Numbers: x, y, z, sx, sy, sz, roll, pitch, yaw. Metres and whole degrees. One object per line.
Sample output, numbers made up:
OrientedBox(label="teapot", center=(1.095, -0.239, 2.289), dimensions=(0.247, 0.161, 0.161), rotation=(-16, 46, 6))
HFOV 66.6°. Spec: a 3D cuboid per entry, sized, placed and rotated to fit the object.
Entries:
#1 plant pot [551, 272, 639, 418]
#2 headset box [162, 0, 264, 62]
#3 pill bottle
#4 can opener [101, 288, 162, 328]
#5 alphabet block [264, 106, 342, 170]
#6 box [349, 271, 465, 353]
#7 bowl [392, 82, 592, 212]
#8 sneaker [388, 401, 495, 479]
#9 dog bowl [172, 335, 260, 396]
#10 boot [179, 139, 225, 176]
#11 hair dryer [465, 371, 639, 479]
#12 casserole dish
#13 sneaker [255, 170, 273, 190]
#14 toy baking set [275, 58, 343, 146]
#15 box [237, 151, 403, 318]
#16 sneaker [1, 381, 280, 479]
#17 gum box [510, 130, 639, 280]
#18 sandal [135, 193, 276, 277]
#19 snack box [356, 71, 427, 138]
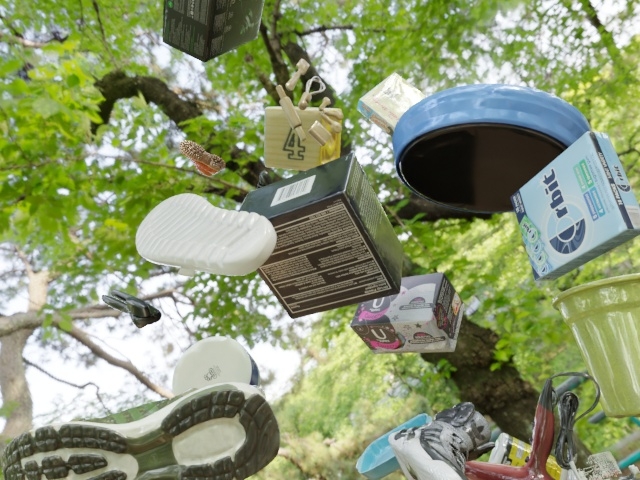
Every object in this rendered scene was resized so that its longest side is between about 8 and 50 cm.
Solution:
OrientedBox(label="plant pot", center=(0.652, 0.227, 1.002), dimensions=(0.277, 0.253, 0.276), rotation=(-3, -22, -1))
OrientedBox(label="headset box", center=(-0.247, -0.618, 1.217), dimensions=(0.283, 0.131, 0.246), rotation=(-53, -12, -46))
OrientedBox(label="pill bottle", center=(0.535, 0.582, 1.215), dimensions=(0.119, 0.209, 0.119), rotation=(-52, -25, -38))
OrientedBox(label="can opener", center=(-0.425, 0.145, 1.097), dimensions=(0.059, 0.186, 0.073), rotation=(-21, -63, -46))
OrientedBox(label="alphabet block", center=(-0.055, -0.333, 1.582), dimensions=(0.192, 0.197, 0.193), rotation=(-39, -47, -63))
OrientedBox(label="box", center=(0.230, 0.200, 1.303), dimensions=(0.247, 0.142, 0.163), rotation=(-13, 37, 40))
OrientedBox(label="bowl", center=(0.340, -0.167, 1.012), dimensions=(0.391, 0.392, 0.077), rotation=(82, -160, -68))
OrientedBox(label="sneaker", center=(0.205, 0.322, 0.752), dimensions=(0.153, 0.101, 0.268), rotation=(-25, -7, -9))
OrientedBox(label="dog bowl", center=(-0.334, 0.447, 1.568), dimensions=(0.265, 0.265, 0.104), rotation=(-34, -33, -13))
OrientedBox(label="boot", center=(-0.396, -0.259, 1.573), dimensions=(0.158, 0.059, 0.085), rotation=(32, -37, -31))
OrientedBox(label="hair dryer", center=(0.396, 0.388, 0.873), dimensions=(0.294, 0.223, 0.080), rotation=(-29, -36, 15))
OrientedBox(label="casserole dish", center=(0.155, 0.418, 0.976), dimensions=(0.188, 0.037, 0.114), rotation=(-37, -3, 18))
OrientedBox(label="sneaker", center=(-0.186, -0.124, 1.488), dimensions=(0.089, 0.051, 0.170), rotation=(-30, -44, -27))
OrientedBox(label="toy baking set", center=(-0.034, -0.378, 1.348), dimensions=(0.197, 0.256, 0.030), rotation=(-29, 0, -44))
OrientedBox(label="box", center=(0.000, 0.000, 1.137), dimensions=(0.297, 0.294, 0.182), rotation=(-17, 32, 24))
OrientedBox(label="sneaker", center=(-0.254, 0.305, 0.732), dimensions=(0.411, 0.157, 0.182), rotation=(-12, -3, 1))
OrientedBox(label="gum box", center=(0.376, -0.044, 0.734), dimensions=(0.041, 0.156, 0.184), rotation=(2, -27, -17))
OrientedBox(label="sandal", center=(-0.232, 0.009, 0.944), dimensions=(0.169, 0.417, 0.102), rotation=(-49, -52, -22))
OrientedBox(label="snack box", center=(0.303, -0.411, 1.637), dimensions=(0.187, 0.322, 0.060), rotation=(-41, -15, -21))
